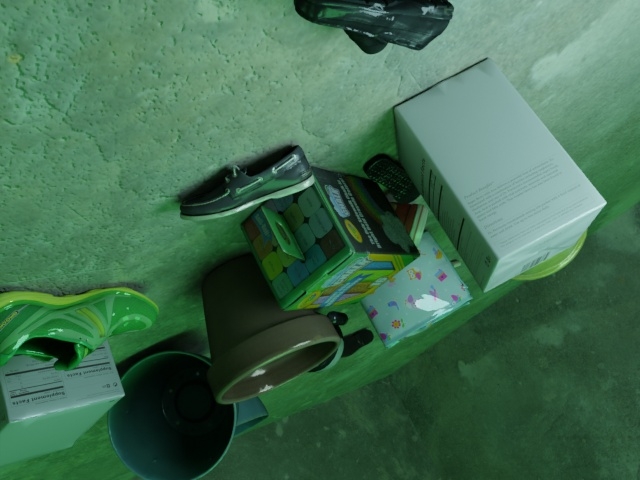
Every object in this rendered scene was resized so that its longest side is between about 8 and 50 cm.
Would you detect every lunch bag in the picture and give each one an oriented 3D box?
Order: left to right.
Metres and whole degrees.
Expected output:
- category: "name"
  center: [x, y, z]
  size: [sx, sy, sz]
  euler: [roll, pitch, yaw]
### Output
- category: "lunch bag"
  center: [0.233, 0.126, 1.447]
  size: [0.262, 0.223, 0.160]
  euler: [-31, 164, 3]

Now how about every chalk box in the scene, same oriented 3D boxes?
- category: "chalk box"
  center: [0.000, 0.000, 0.951]
  size: [0.179, 0.180, 0.289]
  euler: [-41, 154, 29]

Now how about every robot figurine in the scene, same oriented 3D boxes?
- category: "robot figurine"
  center: [-0.036, 0.280, 1.550]
  size: [0.278, 0.173, 0.209]
  euler: [34, 73, -66]

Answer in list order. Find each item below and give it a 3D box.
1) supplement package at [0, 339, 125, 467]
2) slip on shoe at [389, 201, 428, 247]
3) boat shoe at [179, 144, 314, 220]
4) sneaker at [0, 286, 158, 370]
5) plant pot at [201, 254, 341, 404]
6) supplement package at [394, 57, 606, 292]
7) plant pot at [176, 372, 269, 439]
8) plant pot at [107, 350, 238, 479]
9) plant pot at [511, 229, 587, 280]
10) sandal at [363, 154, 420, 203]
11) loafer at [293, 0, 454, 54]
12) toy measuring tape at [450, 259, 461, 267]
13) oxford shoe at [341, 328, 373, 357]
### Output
- category: "supplement package"
  center: [-0.533, 0.301, 1.034]
  size: [0.204, 0.145, 0.262]
  euler: [0, 145, -50]
- category: "slip on shoe"
  center: [0.168, -0.014, 1.240]
  size: [0.101, 0.123, 0.331]
  euler: [16, 169, 6]
- category: "boat shoe"
  center: [-0.113, -0.086, 0.812]
  size: [0.206, 0.075, 0.065]
  euler: [-19, 114, -9]
- category: "sneaker"
  center: [-0.392, 0.148, 0.886]
  size: [0.109, 0.124, 0.295]
  euler: [-41, 156, 29]
- category: "plant pot"
  center: [-0.121, 0.158, 1.086]
  size: [0.263, 0.229, 0.263]
  euler: [-23, 158, -10]
- category: "supplement package"
  center: [0.265, -0.100, 0.880]
  size: [0.177, 0.293, 0.175]
  euler: [-27, 158, -1]
- category: "plant pot"
  center: [-0.323, 0.487, 1.620]
  size: [0.290, 0.195, 0.290]
  euler: [-25, 161, -9]
- category: "plant pot"
  center: [-0.333, 0.410, 1.355]
  size: [0.293, 0.293, 0.235]
  euler: [-27, 174, -2]
- category: "plant pot"
  center: [0.427, -0.080, 1.218]
  size: [0.276, 0.276, 0.254]
  euler: [-34, 146, 14]
- category: "sandal"
  center: [0.140, -0.122, 1.043]
  size: [0.067, 0.040, 0.179]
  euler: [-42, 141, 18]
- category: "loafer"
  center: [0.060, -0.243, 0.612]
  size: [0.223, 0.076, 0.078]
  euler: [-14, 147, -40]
- category: "toy measuring tape"
  center: [0.418, 0.197, 1.973]
  size: [0.121, 0.121, 0.330]
  euler: [-13, 154, -33]
- category: "oxford shoe"
  center: [0.105, 0.408, 2.136]
  size: [0.212, 0.076, 0.076]
  euler: [-14, 166, -29]
